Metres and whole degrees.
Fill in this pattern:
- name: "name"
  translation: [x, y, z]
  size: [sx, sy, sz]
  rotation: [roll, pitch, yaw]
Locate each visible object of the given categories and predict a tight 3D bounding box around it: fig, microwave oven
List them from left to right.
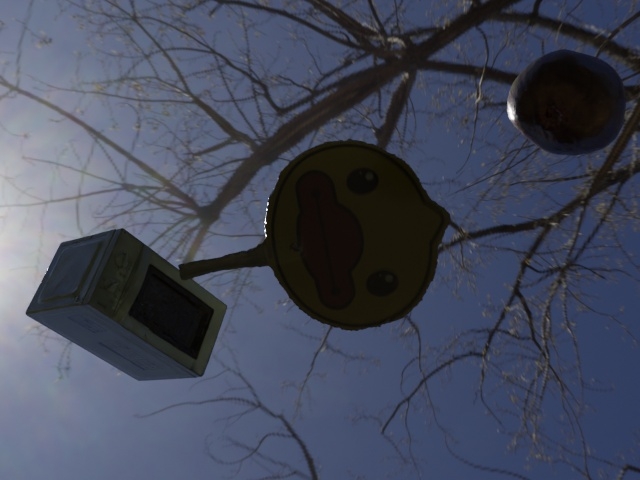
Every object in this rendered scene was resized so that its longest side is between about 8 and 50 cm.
- name: "microwave oven"
  translation: [-0.257, 0.091, 1.022]
  size: [0.162, 0.208, 0.122]
  rotation: [-10, -130, 38]
- name: "fig"
  translation: [0.253, -0.140, 0.754]
  size: [0.103, 0.155, 0.109]
  rotation: [-39, -92, 34]

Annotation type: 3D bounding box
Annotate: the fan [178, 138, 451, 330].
- name: "fan"
  translation: [0.000, 0.000, 0.884]
  size: [0.335, 0.011, 0.229]
  rotation: [-11, -91, -15]
